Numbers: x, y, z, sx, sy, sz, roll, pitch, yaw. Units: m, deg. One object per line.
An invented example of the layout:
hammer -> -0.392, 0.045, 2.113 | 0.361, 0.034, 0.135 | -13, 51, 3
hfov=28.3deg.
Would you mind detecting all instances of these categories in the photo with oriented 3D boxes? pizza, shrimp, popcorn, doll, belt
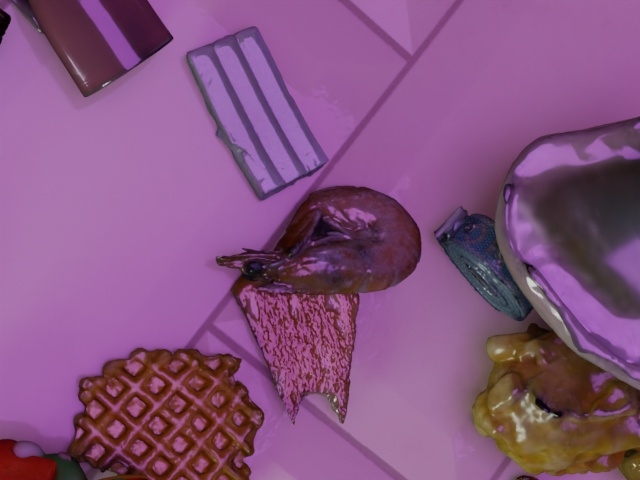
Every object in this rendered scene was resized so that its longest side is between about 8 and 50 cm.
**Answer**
pizza -> -0.017, 0.143, 1.842 | 0.181, 0.034, 0.262 | -17, 90, -17
shrimp -> 0.000, 0.000, 1.817 | 0.317, 0.077, 0.168 | -2, 64, -22
popcorn -> 0.363, 0.228, 1.864 | 0.286, 0.215, 0.252 | -8, 98, -12
doll -> -0.391, 0.348, 1.661 | 0.363, 0.183, 0.160 | 16, 56, -4
belt -> 0.263, 0.037, 1.871 | 0.082, 0.147, 0.163 | -47, 128, -13

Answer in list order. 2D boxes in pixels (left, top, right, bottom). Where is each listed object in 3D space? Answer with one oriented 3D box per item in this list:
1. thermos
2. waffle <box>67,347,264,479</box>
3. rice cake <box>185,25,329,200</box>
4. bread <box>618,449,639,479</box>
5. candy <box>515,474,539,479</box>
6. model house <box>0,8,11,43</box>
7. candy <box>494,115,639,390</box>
thermos -> -0.338, -0.335, 1.696 | 0.265, 0.176, 0.146 | 55, 37, -13
waffle -> -0.213, 0.280, 1.780 | 0.291, 0.051, 0.291 | 1, 88, -16
rice cake -> -0.093, -0.183, 1.819 | 0.127, 0.043, 0.237 | -28, 97, -15
bread -> 0.517, 0.327, 1.950 | 0.086, 0.125, 0.156 | 50, 42, -3
candy -> 0.357, 0.428, 1.953 | 0.055, 0.049, 0.185 | -39, 108, 17
model house -> -0.507, -0.301, 1.642 | 0.203, 0.164, 0.141 | -7, 97, -18
candy -> 0.462, 0.017, 1.759 | 0.386, 0.186, 0.427 | -27, 80, -2
